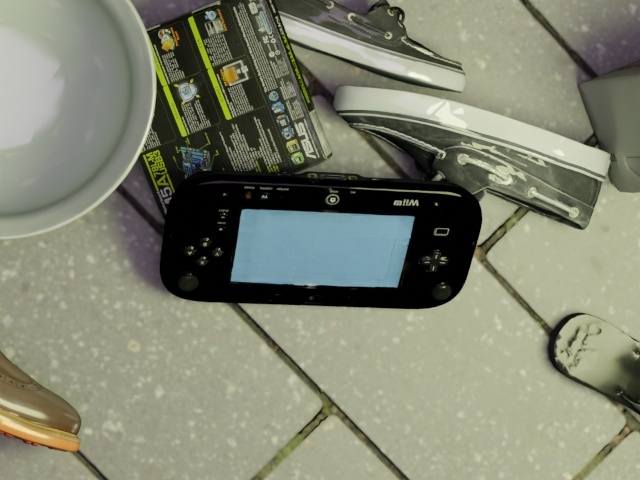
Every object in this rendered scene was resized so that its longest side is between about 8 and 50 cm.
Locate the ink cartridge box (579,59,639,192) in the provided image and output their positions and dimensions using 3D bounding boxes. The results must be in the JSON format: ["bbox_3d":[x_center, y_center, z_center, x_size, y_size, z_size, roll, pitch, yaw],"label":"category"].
[{"bbox_3d":[0.449,-0.161,1.931,0.307,0.223,0.129,-22,95,-8],"label":"ink cartridge box"}]

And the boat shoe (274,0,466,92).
[{"bbox_3d":[0.048,-0.216,1.941,0.229,0.080,0.076,18,91,-2],"label":"boat shoe"}]

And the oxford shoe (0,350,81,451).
[{"bbox_3d":[-0.373,0.082,1.859,0.364,0.130,0.132,35,79,-11],"label":"oxford shoe"}]

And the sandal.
[{"bbox_3d":[0.364,0.155,2.017,0.255,0.054,0.097,18,90,-10],"label":"sandal"}]

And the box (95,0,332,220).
[{"bbox_3d":[-0.107,-0.138,1.904,0.184,0.045,0.190,-20,96,14],"label":"box"}]

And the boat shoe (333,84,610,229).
[{"bbox_3d":[0.149,-0.082,1.951,0.301,0.108,0.102,16,89,-17],"label":"boat shoe"}]

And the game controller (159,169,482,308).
[{"bbox_3d":[0.000,0.000,1.910,0.319,0.166,0.067,2,51,-11],"label":"game controller"}]

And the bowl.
[{"bbox_3d":[-0.312,-0.151,1.848,0.298,0.134,0.297,-1,95,-7],"label":"bowl"}]
